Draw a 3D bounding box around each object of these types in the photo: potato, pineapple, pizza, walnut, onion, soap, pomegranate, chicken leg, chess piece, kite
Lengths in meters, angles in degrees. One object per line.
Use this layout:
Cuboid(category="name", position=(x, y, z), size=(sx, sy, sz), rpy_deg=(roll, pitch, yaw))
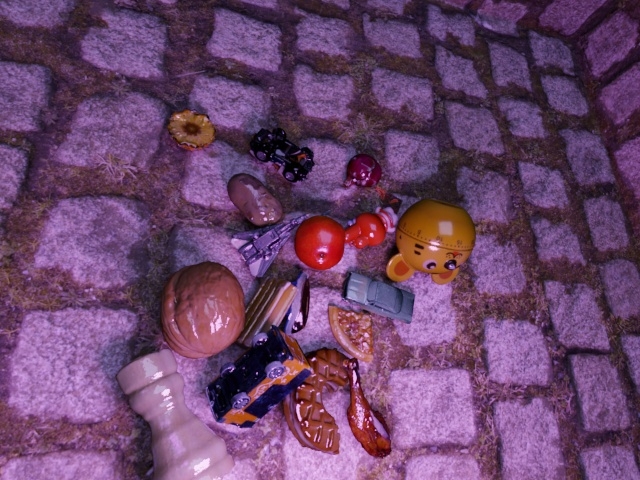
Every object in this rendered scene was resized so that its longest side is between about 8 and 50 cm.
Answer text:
Cuboid(category="potato", position=(-0.267, -0.163, 1.798), size=(0.165, 0.165, 0.262), rpy_deg=(-39, 83, -29))
Cuboid(category="pineapple", position=(-0.542, -0.456, 1.867), size=(0.225, 0.076, 0.224), rpy_deg=(9, 63, -19))
Cuboid(category="pizza", position=(0.147, 0.359, 1.796), size=(0.197, 0.058, 0.292), rpy_deg=(-29, 81, -29))
Cuboid(category="walnut", position=(-0.399, 0.229, 1.507), size=(0.333, 0.333, 0.332), rpy_deg=(8, 66, -18))
Cuboid(category="onion", position=(0.190, -0.314, 2.051), size=(0.173, 0.135, 0.198), rpy_deg=(45, 62, 5))
Cuboid(category="soap", position=(-0.209, 0.268, 1.622), size=(0.089, 0.174, 0.274), rpy_deg=(44, 64, -29))
Cuboid(category="pomegranate", position=(0.000, 0.000, 1.814), size=(0.221, 0.220, 0.256), rpy_deg=(32, 29, -6))
Cuboid(category="chicken leg", position=(0.163, 0.617, 1.588), size=(0.158, 0.096, 0.406), rpy_deg=(-35, 106, -54))
Cuboid(category="chess piece", position=(-0.467, 0.571, 1.397), size=(0.234, 0.234, 0.442), rpy_deg=(-23, 74, -27))
Cuboid(category="kite", position=(0.348, -0.181, 2.126), size=(0.125, 0.008, 0.222), rpy_deg=(-13, 73, -25))

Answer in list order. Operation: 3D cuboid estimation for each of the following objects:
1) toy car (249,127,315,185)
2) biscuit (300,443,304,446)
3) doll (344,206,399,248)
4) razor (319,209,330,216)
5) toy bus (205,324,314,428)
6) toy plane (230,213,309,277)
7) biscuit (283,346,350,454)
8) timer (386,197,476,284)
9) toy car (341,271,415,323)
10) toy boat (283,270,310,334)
Cuboid(category="toy car", position=(-0.168, -0.379, 1.954), size=(0.301, 0.118, 0.193), rpy_deg=(32, 52, -5))
Cuboid(category="biscuit", position=(-0.050, 0.646, 1.606), size=(0.056, 0.052, 0.187), rpy_deg=(6, 66, -30))
Cuboid(category="doll", position=(0.216, -0.050, 1.955), size=(0.290, 0.130, 0.161), rpy_deg=(-31, 85, -22))
Cuboid(category="razor", position=(0.047, -0.063, 1.953), size=(0.068, 0.040, 0.135), rpy_deg=(-34, 90, -28))
Cuboid(category="toy bus", position=(-0.200, 0.457, 1.466), size=(0.323, 0.194, 0.162), rpy_deg=(-43, 46, 5))
Cuboid(category="toy plane", position=(-0.176, -0.016, 1.728), size=(0.316, 0.103, 0.204), rpy_deg=(-35, 82, 2))
Cuboid(category="biscuit", position=(-0.007, 0.547, 1.580), size=(0.268, 0.115, 0.366), rpy_deg=(34, 47, -26))
Cuboid(category="timer", position=(0.491, 0.021, 1.936), size=(0.377, 0.376, 0.386), rpy_deg=(8, 107, -17))
Cuboid(category="toy car", position=(0.252, 0.235, 1.865), size=(0.321, 0.097, 0.141), rpy_deg=(21, 62, -12))
Cuboid(category="toy boat", position=(-0.109, 0.243, 1.728), size=(0.115, 0.114, 0.261), rpy_deg=(-4, 65, 18))
